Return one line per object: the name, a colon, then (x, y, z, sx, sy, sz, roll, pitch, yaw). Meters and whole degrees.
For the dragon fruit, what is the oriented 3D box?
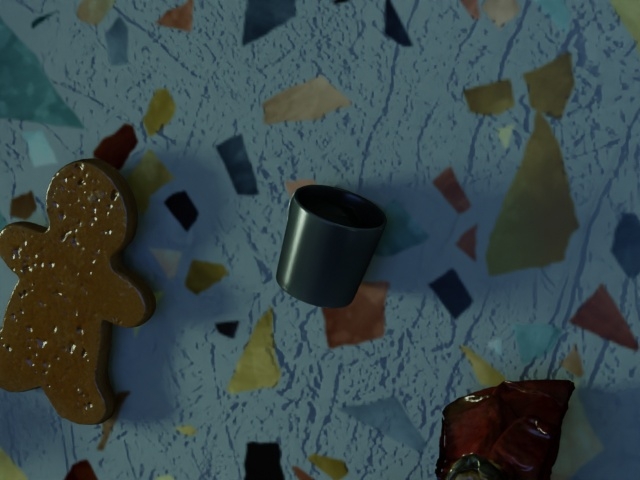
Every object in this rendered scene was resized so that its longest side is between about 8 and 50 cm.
dragon fruit: (0.122, 0.183, 1.186, 0.092, 0.192, 0.122, 16, 122, 14)

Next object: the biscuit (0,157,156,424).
biscuit: (-0.220, 0.042, 1.396, 0.165, 0.036, 0.250, 24, 113, 18)

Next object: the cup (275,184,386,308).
cup: (0.000, 0.000, 1.271, 0.100, 0.078, 0.077, 47, 126, 47)
